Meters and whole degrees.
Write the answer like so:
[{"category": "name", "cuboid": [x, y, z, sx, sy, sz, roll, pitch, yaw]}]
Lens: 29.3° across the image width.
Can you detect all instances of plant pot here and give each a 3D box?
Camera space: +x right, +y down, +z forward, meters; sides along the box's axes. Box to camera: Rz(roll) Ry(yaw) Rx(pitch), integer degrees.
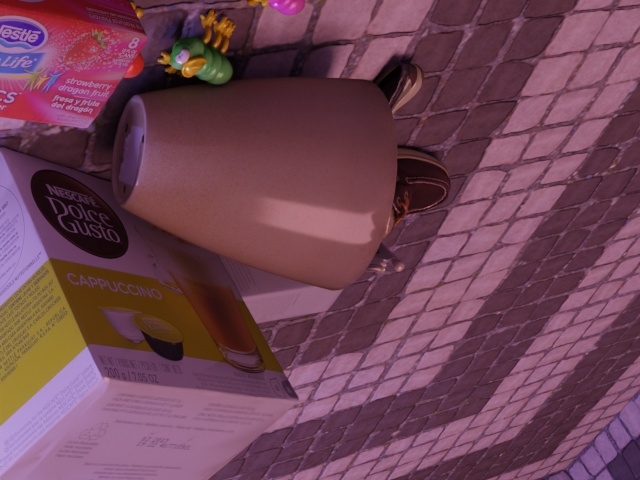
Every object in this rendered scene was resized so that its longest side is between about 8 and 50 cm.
[{"category": "plant pot", "cuboid": [-0.091, -0.083, 1.411, 0.274, 0.256, 0.256, 8, 138, -26]}]

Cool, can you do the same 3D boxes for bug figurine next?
[{"category": "bug figurine", "cuboid": [-0.122, -0.244, 1.262, 0.279, 0.072, 0.216, -41, 150, 21]}]

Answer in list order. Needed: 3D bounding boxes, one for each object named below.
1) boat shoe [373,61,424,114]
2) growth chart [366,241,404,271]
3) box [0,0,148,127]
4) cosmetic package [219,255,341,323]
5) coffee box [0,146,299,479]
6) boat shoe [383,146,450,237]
[{"category": "boat shoe", "cuboid": [0.068, -0.174, 1.584, 0.049, 0.056, 0.152, 18, 118, -48]}, {"category": "growth chart", "cuboid": [0.000, 0.000, 1.694, 0.237, 0.172, 0.021, 3, 117, -39]}, {"category": "box", "cuboid": [-0.291, -0.191, 1.021, 0.257, 0.128, 0.122, 4, 138, -46]}, {"category": "cosmetic package", "cuboid": [-0.089, 0.051, 1.739, 0.231, 0.117, 0.085, -6, 145, -35]}, {"category": "coffee box", "cuboid": [-0.305, 0.146, 1.457, 0.338, 0.334, 0.338, -43, 149, 20]}, {"category": "boat shoe", "cuboid": [0.062, -0.049, 1.703, 0.342, 0.123, 0.123, -1, 141, -42]}]
